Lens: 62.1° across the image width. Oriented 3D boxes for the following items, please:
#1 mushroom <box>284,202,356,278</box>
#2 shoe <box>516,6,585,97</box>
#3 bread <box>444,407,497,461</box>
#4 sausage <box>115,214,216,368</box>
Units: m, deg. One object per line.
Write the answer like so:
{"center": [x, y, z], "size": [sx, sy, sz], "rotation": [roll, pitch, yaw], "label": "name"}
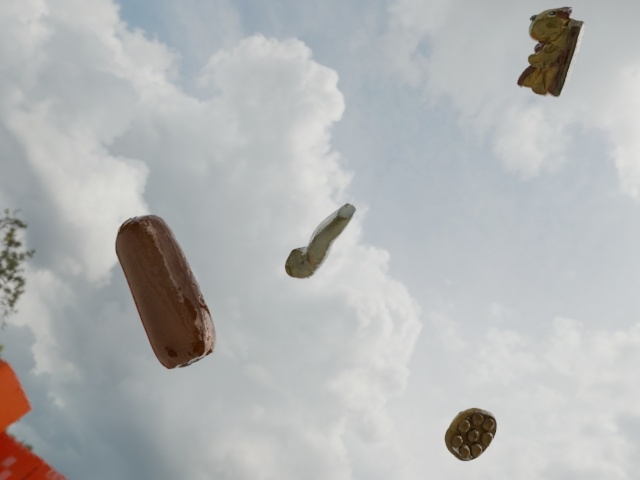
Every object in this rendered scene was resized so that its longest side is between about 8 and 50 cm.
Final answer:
{"center": [-0.001, 0.002, 0.819], "size": [0.055, 0.059, 0.202], "rotation": [26, -34, -10], "label": "mushroom"}
{"center": [0.302, -0.246, 0.705], "size": [0.069, 0.072, 0.109], "rotation": [17, -39, 28], "label": "shoe"}
{"center": [0.272, 0.349, 0.959], "size": [0.024, 0.110, 0.110], "rotation": [34, -37, 61], "label": "bread"}
{"center": [-0.182, 0.054, 0.618], "size": [0.076, 0.076, 0.197], "rotation": [-50, -120, 44], "label": "sausage"}
